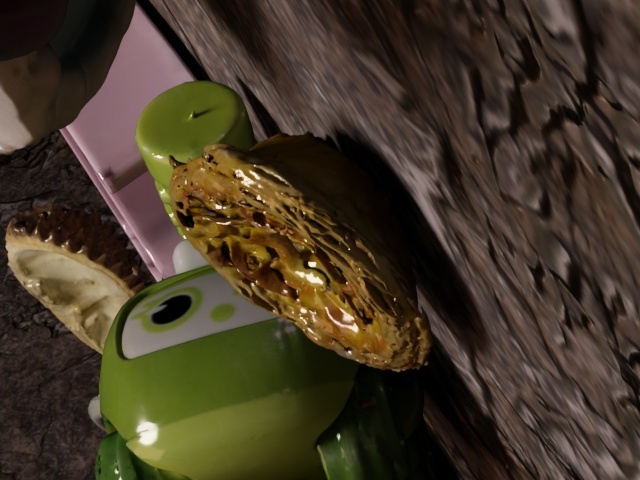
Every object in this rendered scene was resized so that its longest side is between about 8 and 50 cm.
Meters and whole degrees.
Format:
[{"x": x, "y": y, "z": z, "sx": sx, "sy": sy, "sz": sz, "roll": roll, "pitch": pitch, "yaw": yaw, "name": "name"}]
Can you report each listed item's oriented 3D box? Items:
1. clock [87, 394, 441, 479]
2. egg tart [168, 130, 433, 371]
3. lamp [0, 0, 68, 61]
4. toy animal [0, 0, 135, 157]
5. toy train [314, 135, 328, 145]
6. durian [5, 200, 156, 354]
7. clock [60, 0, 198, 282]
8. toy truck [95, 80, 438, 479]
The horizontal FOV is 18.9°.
[{"x": -0.023, "y": 0.118, "z": 1.161, "sx": 0.236, "sy": 0.053, "sz": 0.236, "roll": 14, "pitch": 167, "yaw": 3, "name": "clock"}, {"x": 0.000, "y": 0.000, "z": 0.731, "sx": 0.128, "sy": 0.049, "sz": 0.129, "roll": 35, "pitch": 161, "yaw": 14, "name": "egg tart"}, {"x": -0.243, "y": -0.113, "z": 0.563, "sx": 0.301, "sy": 0.247, "sz": 0.247, "roll": 26, "pitch": 121, "yaw": 31, "name": "lamp"}, {"x": -0.166, "y": -0.153, "z": 0.775, "sx": 0.208, "sy": 0.156, "sz": 0.204, "roll": 29, "pitch": 165, "yaw": 13, "name": "toy animal"}, {"x": 0.003, "y": -0.020, "z": 0.794, "sx": 0.017, "sy": 0.017, "sz": 0.083, "roll": 59, "pitch": 176, "yaw": 35, "name": "toy train"}, {"x": -0.129, "y": 0.028, "z": 1.114, "sx": 0.130, "sy": 0.066, "sz": 0.052, "roll": 49, "pitch": 179, "yaw": -30, "name": "durian"}, {"x": -0.076, "y": -0.018, "z": 1.128, "sx": 0.290, "sy": 0.080, "sz": 0.275, "roll": 51, "pitch": 173, "yaw": 48, "name": "clock"}, {"x": -0.032, "y": 0.051, "z": 0.923, "sx": 0.187, "sy": 0.148, "sz": 0.211, "roll": 62, "pitch": -167, "yaw": -60, "name": "toy truck"}]
